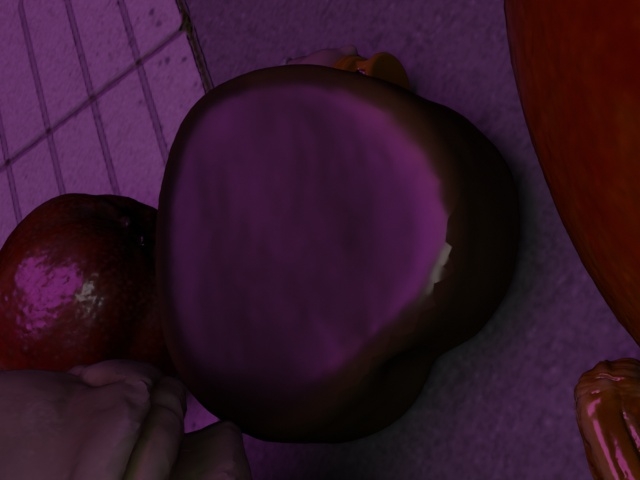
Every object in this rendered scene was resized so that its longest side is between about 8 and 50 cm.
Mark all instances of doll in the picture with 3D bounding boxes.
[{"bbox_3d":[0.003,-0.102,0.961,0.127,0.073,0.084,-8,37,40],"label":"doll"}]

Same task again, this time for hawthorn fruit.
[{"bbox_3d":[-0.174,0.059,1.020,0.188,0.169,0.169,-55,44,21],"label":"hawthorn fruit"}]

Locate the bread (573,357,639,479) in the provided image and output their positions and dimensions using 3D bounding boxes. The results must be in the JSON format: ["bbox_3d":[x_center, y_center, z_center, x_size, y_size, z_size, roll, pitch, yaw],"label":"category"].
[{"bbox_3d":[0.161,0.113,0.698,0.044,0.083,0.111,-21,65,13],"label":"bread"}]

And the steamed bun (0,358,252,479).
[{"bbox_3d":[-0.060,0.229,0.776,0.394,0.237,0.346,66,160,0],"label":"steamed bun"}]

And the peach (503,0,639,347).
[{"bbox_3d":[0.238,-0.113,0.487,0.388,0.388,0.388,-19,63,41],"label":"peach"}]

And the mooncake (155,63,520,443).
[{"bbox_3d":[0.000,0.000,0.864,0.234,0.117,0.235,-5,82,36],"label":"mooncake"}]
